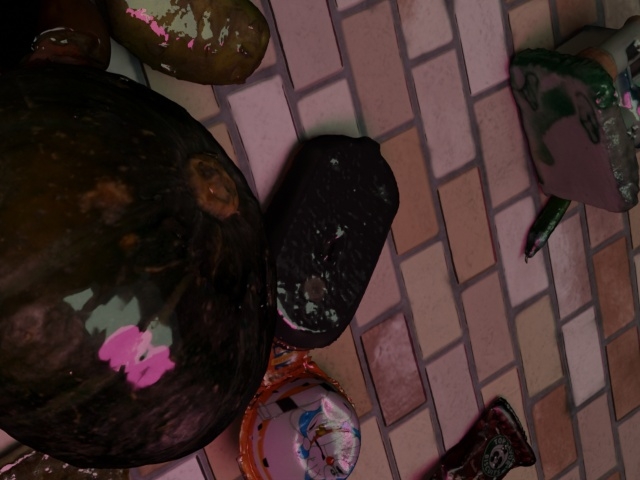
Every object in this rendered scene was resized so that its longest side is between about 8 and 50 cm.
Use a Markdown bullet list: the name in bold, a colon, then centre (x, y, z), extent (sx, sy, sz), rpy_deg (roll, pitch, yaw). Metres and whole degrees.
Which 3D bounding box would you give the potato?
- **potato**: centre (-0.170, -0.275, 1.252), extent (0.251, 0.113, 0.149), rpy_deg (18, 92, -33)

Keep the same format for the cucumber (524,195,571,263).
- **cucumber**: centre (0.387, -0.030, 1.753), extent (0.037, 0.037, 0.155), rpy_deg (37, 83, -36)

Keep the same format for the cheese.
- **cheese**: centre (-0.041, 0.244, 1.501), extent (0.217, 0.129, 0.329), rpy_deg (-15, 95, -36)

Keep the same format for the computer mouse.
- **computer mouse**: centre (-0.003, 0.001, 1.448), extent (0.183, 0.116, 0.323), rpy_deg (33, 71, -25)

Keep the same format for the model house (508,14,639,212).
- **model house**: centre (0.499, -0.246, 1.669), extent (0.325, 0.194, 0.267), rpy_deg (-37, 122, -23)

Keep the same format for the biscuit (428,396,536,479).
- **biscuit**: centre (0.277, 0.404, 1.804), extent (0.235, 0.063, 0.151), rpy_deg (-41, 124, -19)

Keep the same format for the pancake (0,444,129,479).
- **pancake**: centre (-0.367, 0.368, 1.377), extent (0.253, 0.037, 0.254), rpy_deg (-12, 112, -32)

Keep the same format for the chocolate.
- **chocolate**: centre (-0.304, -0.230, 1.175), extent (0.127, 0.124, 0.133), rpy_deg (-69, 157, -3)

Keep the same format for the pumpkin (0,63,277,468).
- **pumpkin**: centre (-0.234, 0.022, 1.115), extent (0.344, 0.454, 0.454), rpy_deg (-32, 126, 13)
